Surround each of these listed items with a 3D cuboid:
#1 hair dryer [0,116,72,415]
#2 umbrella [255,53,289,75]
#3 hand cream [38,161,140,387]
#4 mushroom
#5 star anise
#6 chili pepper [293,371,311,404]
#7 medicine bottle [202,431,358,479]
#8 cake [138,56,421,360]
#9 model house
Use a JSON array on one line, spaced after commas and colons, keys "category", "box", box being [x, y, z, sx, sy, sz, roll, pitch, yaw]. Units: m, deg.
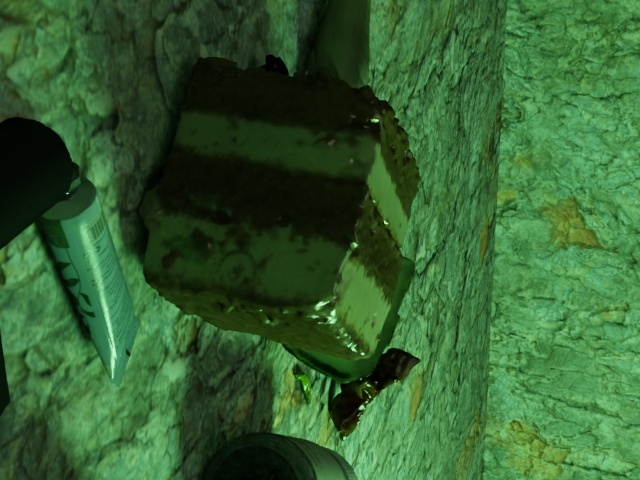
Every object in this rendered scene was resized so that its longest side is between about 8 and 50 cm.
[{"category": "hair dryer", "box": [-0.283, 0.042, 0.855, 0.197, 0.089, 0.251, -57, 157, -57]}, {"category": "umbrella", "box": [-0.048, -0.159, 1.476, 0.066, 0.059, 0.235, -49, 151, -19]}, {"category": "hand cream", "box": [-0.223, 0.033, 1.042, 0.271, 0.058, 0.091, 81, 13, -47]}, {"category": "mushroom", "box": [0.032, -0.289, 1.603, 0.108, 0.096, 0.246, 57, 39, -61]}, {"category": "star anise", "box": [0.078, 0.255, 1.883, 0.196, 0.111, 0.212, -29, 153, -29]}, {"category": "chili pepper", "box": [-0.029, 0.237, 1.723, 0.083, 0.017, 0.030, 68, 35, -50]}, {"category": "medicine bottle", "box": [-0.048, 0.358, 1.486, 0.273, 0.165, 0.165, 41, 58, -69]}, {"category": "cake", "box": [-0.039, -0.029, 1.256, 0.282, 0.256, 0.290, 51, 53, -67]}, {"category": "model house", "box": [0.016, 0.086, 1.627, 0.189, 0.195, 0.214, -131, -118, -83]}]
